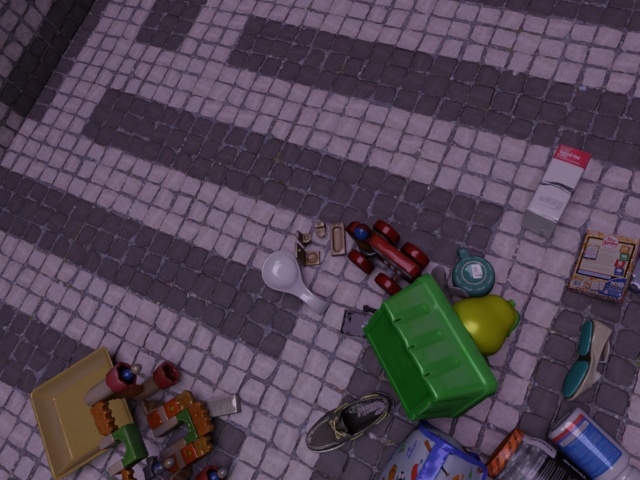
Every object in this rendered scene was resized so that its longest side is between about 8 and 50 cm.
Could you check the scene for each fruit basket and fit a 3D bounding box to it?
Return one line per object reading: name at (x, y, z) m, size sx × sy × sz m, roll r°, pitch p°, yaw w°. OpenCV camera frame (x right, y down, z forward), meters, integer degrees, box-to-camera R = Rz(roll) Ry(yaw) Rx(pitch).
fruit basket at (0.361, 0.278, 1.467) m, size 0.392 × 0.283 × 0.392 m, roll 11°, pitch 51°, yaw -13°

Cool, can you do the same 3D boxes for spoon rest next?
spoon rest at (-0.089, 0.142, 1.780) m, size 0.276 × 0.084 × 0.137 m, roll 39°, pitch 90°, yaw 21°

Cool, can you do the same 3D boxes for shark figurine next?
shark figurine at (0.398, 0.215, 1.613) m, size 0.278 × 0.166 × 0.116 m, roll 48°, pitch 60°, yaw -3°

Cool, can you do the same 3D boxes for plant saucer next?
plant saucer at (-0.809, 0.595, 1.824) m, size 0.332 × 0.081 × 0.333 m, roll -32°, pitch 67°, yaw 2°

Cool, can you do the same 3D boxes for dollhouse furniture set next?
dollhouse furniture set at (0.000, 0.000, 1.783) m, size 0.151 × 0.123 × 0.144 m, roll -6°, pitch 71°, yaw 13°

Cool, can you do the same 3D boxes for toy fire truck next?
toy fire truck at (0.198, 0.034, 1.649) m, size 0.302 × 0.254 × 0.169 m, roll 41°, pitch 86°, yaw 22°

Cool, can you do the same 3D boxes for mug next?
mug at (0.466, 0.105, 1.640) m, size 0.158 × 0.097 × 0.129 m, roll 35°, pitch 84°, yaw 22°

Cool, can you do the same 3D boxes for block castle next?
block castle at (-0.485, 0.593, 1.602) m, size 0.213 × 0.303 × 0.453 m, roll -35°, pitch 68°, yaw 11°

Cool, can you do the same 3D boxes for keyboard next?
keyboard at (0.160, 0.267, 1.709) m, size 0.180 × 0.023 × 0.108 m, roll 10°, pitch 81°, yaw 17°

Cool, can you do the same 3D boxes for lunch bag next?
lunch bag at (0.263, 0.656, 1.357) m, size 0.239 × 0.385 × 0.328 m, roll 28°, pitch 80°, yaw 22°

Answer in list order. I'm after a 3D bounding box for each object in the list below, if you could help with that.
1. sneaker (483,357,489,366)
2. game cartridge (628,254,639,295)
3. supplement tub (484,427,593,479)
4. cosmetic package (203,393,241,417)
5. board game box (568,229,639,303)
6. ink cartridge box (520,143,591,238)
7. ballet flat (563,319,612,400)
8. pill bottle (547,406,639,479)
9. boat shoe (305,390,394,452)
sneaker at (0.432, 0.367, 1.592) m, size 0.166 × 0.065 × 0.076 m, roll 14°, pitch 60°, yaw 15°
game cartridge at (1.053, 0.129, 1.503) m, size 0.294 × 0.060 × 0.196 m, roll 38°, pitch 88°, yaw 22°
supplement tub at (0.599, 0.657, 1.371) m, size 0.316 × 0.193 × 0.193 m, roll 39°, pitch 85°, yaw 22°
cosmetic package at (-0.323, 0.547, 1.732) m, size 0.115 × 0.041 × 0.060 m, roll -12°, pitch 70°, yaw 10°
board game box at (0.841, 0.074, 1.553) m, size 0.147 × 0.045 × 0.193 m, roll 15°, pitch 76°, yaw 42°
ink cartridge box at (0.719, -0.146, 1.615) m, size 0.100 × 0.172 × 0.237 m, roll 27°, pitch 81°, yaw 21°
ballet flat at (0.769, 0.348, 1.495) m, size 0.086 × 0.086 × 0.248 m, roll 20°, pitch 77°, yaw 20°
pill bottle at (0.735, 0.567, 1.402) m, size 0.124 × 0.124 × 0.221 m, roll -43°, pitch 66°, yaw -2°
boat shoe at (0.081, 0.551, 1.597) m, size 0.305 × 0.091 × 0.109 m, roll -29°, pitch 67°, yaw 4°
